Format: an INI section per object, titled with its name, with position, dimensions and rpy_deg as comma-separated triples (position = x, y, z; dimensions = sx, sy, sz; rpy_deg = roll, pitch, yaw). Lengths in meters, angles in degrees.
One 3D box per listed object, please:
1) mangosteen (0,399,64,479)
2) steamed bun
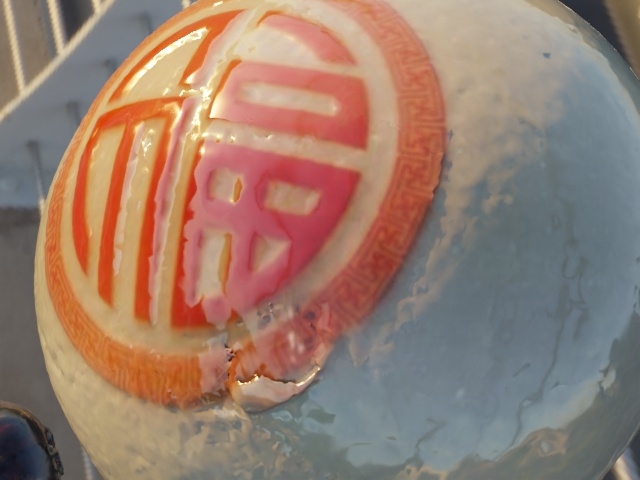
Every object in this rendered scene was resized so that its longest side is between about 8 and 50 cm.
[mangosteen]
position = -0.357, 0.253, 1.435
dimensions = 0.184, 0.172, 0.172
rpy_deg = -39, 80, -8
[steamed bun]
position = 0.000, 0.000, 0.564
dimensions = 0.177, 0.283, 0.283
rpy_deg = 37, 37, -51
